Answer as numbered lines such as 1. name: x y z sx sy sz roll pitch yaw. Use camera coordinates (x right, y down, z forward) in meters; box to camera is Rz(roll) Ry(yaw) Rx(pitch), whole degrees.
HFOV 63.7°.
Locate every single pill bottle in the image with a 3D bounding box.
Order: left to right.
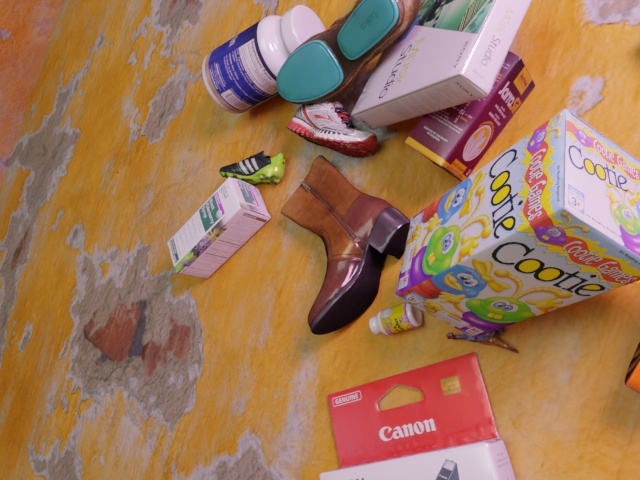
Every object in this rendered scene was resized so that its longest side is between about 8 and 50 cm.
1. pill bottle: -0.119 -0.391 1.122 0.265 0.153 0.153 -15 69 35
2. pill bottle: 0.123 0.131 0.849 0.083 0.043 0.043 -25 63 33

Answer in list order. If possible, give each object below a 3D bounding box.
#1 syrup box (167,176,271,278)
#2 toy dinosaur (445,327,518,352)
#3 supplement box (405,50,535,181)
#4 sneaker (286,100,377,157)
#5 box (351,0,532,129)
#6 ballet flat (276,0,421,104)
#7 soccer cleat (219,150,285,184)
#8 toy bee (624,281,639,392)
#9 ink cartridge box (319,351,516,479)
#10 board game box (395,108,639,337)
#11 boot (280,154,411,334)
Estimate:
1. syrup box: -0.229 -0.023 1.149 0.237 0.096 0.093 -42 55 25
2. toy dinosaur: 0.229 0.144 0.764 0.082 0.047 0.090 -46 62 43
3. supplement box: 0.235 -0.199 0.805 0.081 0.104 0.188 43 106 32
4. sneaker: 0.024 -0.228 1.003 0.225 0.088 0.092 31 97 40
5. box: 0.183 -0.304 0.799 0.232 0.059 0.322 -64 22 -7
6. ballet flat: 0.054 -0.356 0.943 0.342 0.124 0.116 -26 97 51
7. soccer cleat: -0.151 -0.163 1.153 0.179 0.060 0.072 4 71 34
8. toy bee: 0.445 0.038 0.563 0.195 0.162 0.298 46 128 15
9. ink cartridge box: 0.128 0.333 0.776 0.297 0.066 0.260 -27 63 31
10. board game box: 0.238 -0.001 0.634 0.275 0.145 0.142 -42 25 53
11. boot: 0.000 0.000 0.954 0.280 0.096 0.264 40 104 40
